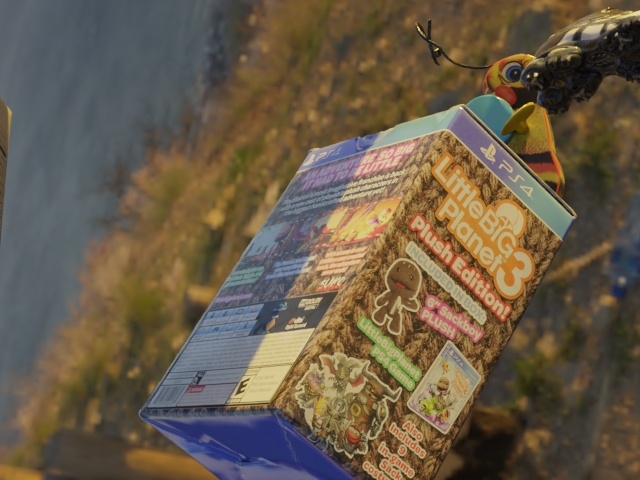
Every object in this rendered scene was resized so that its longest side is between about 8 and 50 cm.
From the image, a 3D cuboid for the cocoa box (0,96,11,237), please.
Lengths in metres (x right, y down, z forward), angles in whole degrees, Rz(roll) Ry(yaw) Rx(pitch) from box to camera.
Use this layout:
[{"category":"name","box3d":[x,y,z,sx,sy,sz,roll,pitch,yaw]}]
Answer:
[{"category":"cocoa box","box3d":[-0.487,-0.055,1.394,0.231,0.347,0.228,71,-162,-71]}]

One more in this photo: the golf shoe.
[{"category":"golf shoe","box3d":[0.276,-0.185,1.378,0.198,0.077,0.094,-12,37,32]}]

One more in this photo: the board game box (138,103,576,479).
[{"category":"board game box","box3d":[0.027,0.061,1.220,0.232,0.141,0.291,-11,42,58]}]

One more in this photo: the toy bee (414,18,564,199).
[{"category":"toy bee","box3d":[0.247,-0.164,1.884,0.298,0.162,0.195,64,-168,-7]}]
